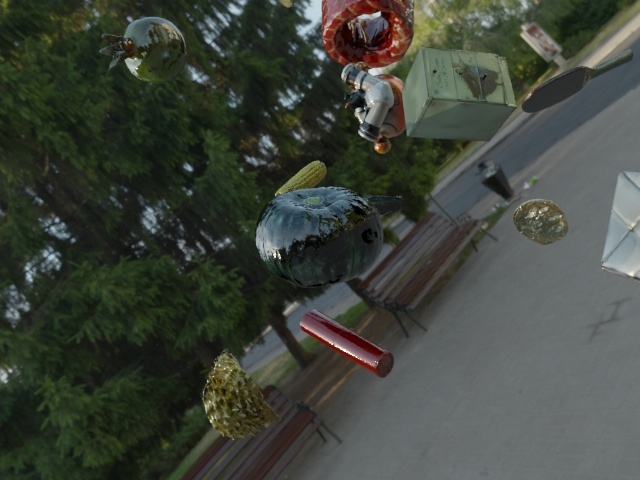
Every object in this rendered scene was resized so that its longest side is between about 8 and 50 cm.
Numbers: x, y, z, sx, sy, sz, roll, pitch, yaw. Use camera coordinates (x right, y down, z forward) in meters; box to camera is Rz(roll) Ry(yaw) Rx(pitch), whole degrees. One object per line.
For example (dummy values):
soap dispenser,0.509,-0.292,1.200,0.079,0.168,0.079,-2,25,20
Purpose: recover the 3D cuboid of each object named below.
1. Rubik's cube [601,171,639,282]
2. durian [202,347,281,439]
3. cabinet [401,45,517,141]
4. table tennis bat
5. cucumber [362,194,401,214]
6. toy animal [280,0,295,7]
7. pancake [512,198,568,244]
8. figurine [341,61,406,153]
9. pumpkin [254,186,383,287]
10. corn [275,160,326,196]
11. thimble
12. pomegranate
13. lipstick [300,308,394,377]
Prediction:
Rubik's cube,0.771,-0.017,1.028,0.221,0.224,0.231,-143,55,-70
durian,-0.281,0.533,1.624,0.195,0.305,0.185,-35,5,-24
cabinet,0.314,-0.333,1.140,0.150,0.206,0.145,110,160,-64
table tennis bat,0.648,-0.404,1.261,0.274,0.021,0.154,-25,-19,18
cucumber,0.187,-0.121,1.728,0.193,0.086,0.115,-6,-5,7
toy animal,-0.049,-0.646,1.137,0.233,0.121,0.169,13,72,41
pancake,0.629,-0.052,1.420,0.025,0.151,0.151,-42,-2,-44
figurine,0.207,-0.460,1.683,0.196,0.320,0.323,-15,2,27
pumpkin,0.000,0.000,1.212,0.315,0.238,0.315,-6,19,2
corn,-0.055,-0.176,1.503,0.206,0.067,0.067,-42,-2,-32
thimble,0.173,-0.813,1.815,0.350,0.350,0.231,135,143,-62
pomegranate,-0.479,-0.518,1.351,0.181,0.181,0.224,-45,-11,35
lipstick,0.063,0.254,1.247,0.279,0.073,0.073,23,58,43
